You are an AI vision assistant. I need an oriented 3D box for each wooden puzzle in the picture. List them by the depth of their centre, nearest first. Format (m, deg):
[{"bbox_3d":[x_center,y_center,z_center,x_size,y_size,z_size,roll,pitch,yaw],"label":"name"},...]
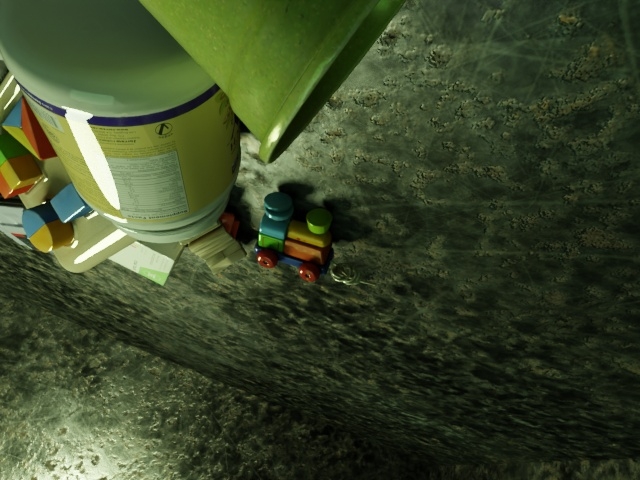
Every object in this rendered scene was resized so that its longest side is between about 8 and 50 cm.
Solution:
[{"bbox_3d":[-0.500,-0.109,0.883,0.322,0.080,0.348,-22,104,37],"label":"wooden puzzle"}]

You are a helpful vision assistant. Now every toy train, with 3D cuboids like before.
[{"bbox_3d":[0.000,0.000,0.909,0.248,0.105,0.143,17,137,8],"label":"toy train"}]

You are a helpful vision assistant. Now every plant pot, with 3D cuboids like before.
[{"bbox_3d":[-0.057,-0.247,0.385,0.254,0.276,0.276,38,149,-7],"label":"plant pot"}]

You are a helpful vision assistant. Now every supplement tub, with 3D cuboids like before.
[{"bbox_3d":[-0.225,-0.161,0.624,0.241,0.241,0.331,20,151,2],"label":"supplement tub"}]

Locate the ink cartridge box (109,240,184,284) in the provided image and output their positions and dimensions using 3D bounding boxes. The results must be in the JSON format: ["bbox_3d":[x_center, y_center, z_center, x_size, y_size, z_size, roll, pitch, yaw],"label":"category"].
[{"bbox_3d":[-0.490,-0.047,1.114,0.353,0.119,0.207,29,150,-12],"label":"ink cartridge box"}]

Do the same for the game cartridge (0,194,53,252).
[{"bbox_3d":[-0.858,-0.043,1.429,0.355,0.068,0.230,6,143,26],"label":"game cartridge"}]

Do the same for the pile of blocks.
[{"bbox_3d":[-0.244,-0.055,0.985,0.112,0.149,0.362,-29,152,-1],"label":"pile of blocks"}]

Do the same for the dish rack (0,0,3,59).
[{"bbox_3d":[-0.533,-0.396,0.606,0.285,0.072,0.333,13,150,12],"label":"dish rack"}]
